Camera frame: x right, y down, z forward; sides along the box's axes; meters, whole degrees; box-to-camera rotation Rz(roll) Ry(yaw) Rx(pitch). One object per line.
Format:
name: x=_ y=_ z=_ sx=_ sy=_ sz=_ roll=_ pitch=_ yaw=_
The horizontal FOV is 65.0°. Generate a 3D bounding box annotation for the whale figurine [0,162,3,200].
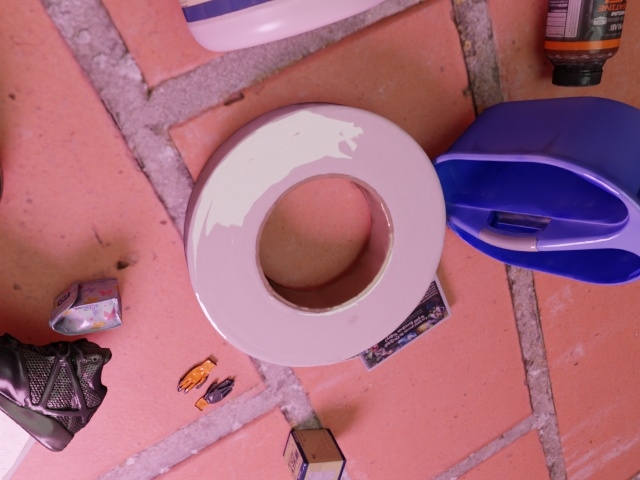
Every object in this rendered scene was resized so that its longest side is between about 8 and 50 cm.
whale figurine: x=-0.458 y=-0.085 z=0.478 sx=0.216 sy=0.141 sz=0.272 roll=-46 pitch=120 yaw=1

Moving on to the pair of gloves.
pair of gloves: x=-0.183 y=0.234 z=0.807 sx=0.074 sy=0.010 sz=0.083 roll=-38 pitch=122 yaw=-4

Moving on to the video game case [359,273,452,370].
video game case: x=0.128 y=0.119 z=0.882 sx=0.190 sy=0.022 sz=0.173 roll=-32 pitch=120 yaw=-8

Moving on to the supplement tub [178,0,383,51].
supplement tub: x=-0.064 y=-0.371 z=0.464 sx=0.235 sy=0.235 sz=0.325 roll=-24 pitch=119 yaw=-12

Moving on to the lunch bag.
lunch bag: x=-0.306 y=0.085 z=0.656 sx=0.083 sy=0.071 sz=0.053 roll=-10 pitch=113 yaw=-17

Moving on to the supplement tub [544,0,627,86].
supplement tub: x=0.394 y=-0.335 z=0.747 sx=0.106 sy=0.106 sz=0.198 roll=-13 pitch=117 yaw=-17

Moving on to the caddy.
caddy: x=0.305 y=-0.057 z=0.711 sx=0.179 sy=0.341 sz=0.241 roll=-51 pitch=122 yaw=-17

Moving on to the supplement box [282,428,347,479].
supplement box: x=-0.012 y=0.390 z=0.903 sx=0.083 sy=0.083 sz=0.056 roll=7 pitch=109 yaw=-26

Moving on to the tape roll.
tape roll: x=0.000 y=0.000 z=0.733 sx=0.391 sy=0.072 sz=0.392 roll=-7 pitch=111 yaw=-18

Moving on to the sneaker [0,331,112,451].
sneaker: x=-0.353 y=0.144 z=0.619 sx=0.130 sy=0.087 sz=0.228 roll=-47 pitch=119 yaw=-24

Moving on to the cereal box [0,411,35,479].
cereal box: x=-0.471 y=0.245 z=0.669 sx=0.173 sy=0.047 sz=0.240 roll=33 pitch=95 yaw=-31
